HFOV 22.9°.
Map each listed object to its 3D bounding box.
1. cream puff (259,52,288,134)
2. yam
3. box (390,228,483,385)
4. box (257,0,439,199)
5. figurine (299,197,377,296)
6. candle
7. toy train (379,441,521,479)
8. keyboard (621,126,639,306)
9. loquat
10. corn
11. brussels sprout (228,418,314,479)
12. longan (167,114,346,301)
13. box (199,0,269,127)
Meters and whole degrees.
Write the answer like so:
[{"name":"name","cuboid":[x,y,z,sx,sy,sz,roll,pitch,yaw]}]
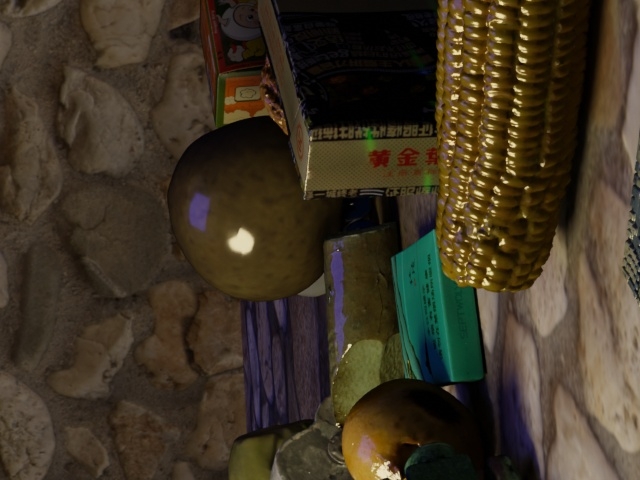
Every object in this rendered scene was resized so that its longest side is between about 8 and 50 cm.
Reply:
[{"name":"cream puff","cuboid":[0.032,-0.177,1.871,0.169,0.183,0.183,52,-155,-61]},{"name":"yam","cuboid":[0.056,0.109,1.979,0.106,0.106,0.259,-163,68,-80]},{"name":"box","cuboid":[0.124,0.080,1.722,0.226,0.042,0.160,139,126,-78]},{"name":"box","cuboid":[0.058,-0.165,1.500,0.310,0.198,0.084,-105,15,-50]},{"name":"figurine","cuboid":[0.005,0.009,2.200,0.274,0.133,0.193,25,132,64]},{"name":"candle","cuboid":[0.034,0.301,2.130,0.168,0.192,0.068,33,146,18]},{"name":"toy train","cuboid":[0.143,0.343,1.472,0.304,0.150,0.221,-108,9,-47]},{"name":"keyboard","cuboid":[0.229,-0.037,1.093,0.055,0.014,0.176,-104,12,-58]},{"name":"loquat","cuboid":[0.096,0.214,1.645,0.163,0.163,0.137,-145,68,-78]},{"name":"corn","cuboid":[0.145,-0.117,1.234,0.120,0.121,0.363,-108,17,-55]},{"name":"brussels sprout","cuboid":[-0.033,0.426,2.303,0.328,0.247,0.327,171,90,-79]},{"name":"longan","cuboid":[-0.079,-0.038,2.034,0.246,0.246,0.215,94,-163,-46]},{"name":"box","cuboid":[-0.081,-0.292,2.356,0.148,0.178,0.194,98,164,-58]}]
